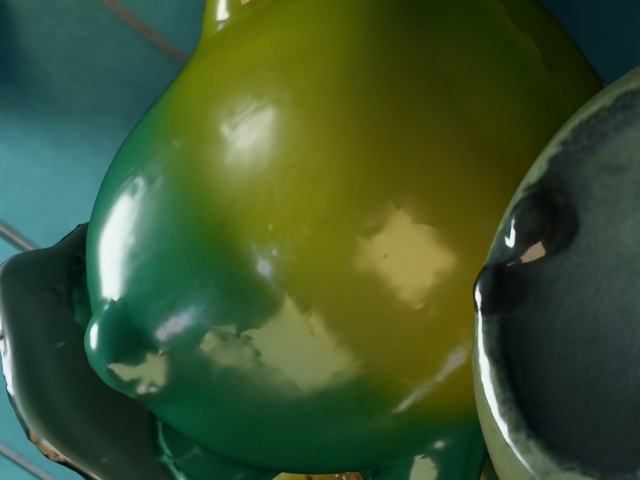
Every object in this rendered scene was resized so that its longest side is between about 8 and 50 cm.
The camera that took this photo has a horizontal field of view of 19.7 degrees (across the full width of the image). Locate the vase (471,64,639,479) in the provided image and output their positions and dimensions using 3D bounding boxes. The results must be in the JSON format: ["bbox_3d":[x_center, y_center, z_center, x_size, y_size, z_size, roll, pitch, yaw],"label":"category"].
[{"bbox_3d":[0.228,0.092,0.704,0.302,0.329,0.241,21,135,-39],"label":"vase"}]

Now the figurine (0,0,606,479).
[{"bbox_3d":[0.000,0.000,0.914,0.340,0.231,0.323,-40,79,39],"label":"figurine"}]

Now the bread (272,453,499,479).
[{"bbox_3d":[0.023,0.146,1.102,0.266,0.142,0.178,61,162,23],"label":"bread"}]
